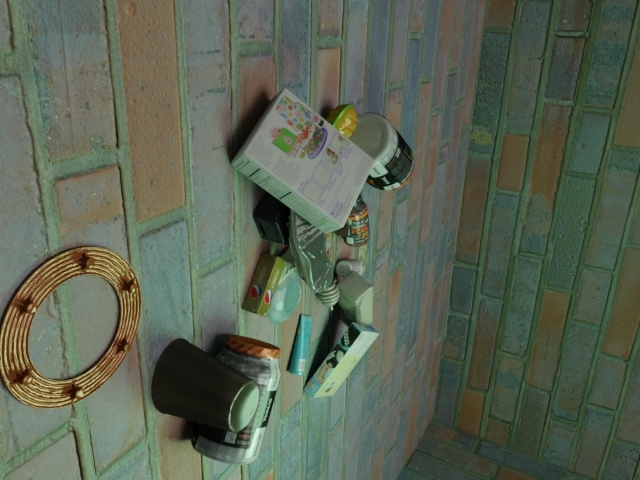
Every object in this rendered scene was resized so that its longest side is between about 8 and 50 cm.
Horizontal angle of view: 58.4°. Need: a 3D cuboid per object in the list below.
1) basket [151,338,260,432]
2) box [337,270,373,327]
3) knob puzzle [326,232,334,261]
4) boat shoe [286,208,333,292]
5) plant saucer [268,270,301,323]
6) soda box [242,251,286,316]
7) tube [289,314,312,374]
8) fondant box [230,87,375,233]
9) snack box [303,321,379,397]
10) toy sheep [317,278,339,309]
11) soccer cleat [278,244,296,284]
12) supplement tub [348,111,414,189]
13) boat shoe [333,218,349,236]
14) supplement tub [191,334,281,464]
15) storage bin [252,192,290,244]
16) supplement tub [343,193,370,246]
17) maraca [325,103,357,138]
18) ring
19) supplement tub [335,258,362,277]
[{"bbox_3d":[-0.277,0.370,1.414,0.154,0.227,0.204,-20,119,-59],"label":"basket"},{"bbox_3d":[0.136,0.245,2.216,0.094,0.113,0.275,-38,148,-20],"label":"box"},{"bbox_3d":[0.000,0.000,1.991,0.213,0.030,0.213,0,90,-70],"label":"knob puzzle"},{"bbox_3d":[-0.042,0.007,1.675,0.118,0.103,0.320,-34,128,-28],"label":"boat shoe"},{"bbox_3d":[-0.105,0.184,1.872,0.195,0.038,0.194,-37,133,-53],"label":"plant saucer"},{"bbox_3d":[-0.167,0.131,1.702,0.061,0.058,0.181,36,69,-61],"label":"soda box"},{"bbox_3d":[-0.067,0.369,2.027,0.080,0.052,0.206,28,72,-68],"label":"tube"},{"bbox_3d":[-0.039,-0.210,1.545,0.330,0.096,0.238,37,63,-19],"label":"fondant box"},{"bbox_3d":[0.084,0.465,2.221,0.321,0.060,0.187,-54,153,5],"label":"snack box"},{"bbox_3d":[0.031,0.193,2.087,0.091,0.091,0.132,-38,117,-51],"label":"toy sheep"},{"bbox_3d":[-0.092,0.068,1.797,0.196,0.076,0.068,-55,146,-35],"label":"soccer cleat"},{"bbox_3d":[0.216,-0.306,2.073,0.338,0.207,0.207,29,77,-62],"label":"supplement tub"},{"bbox_3d":[0.063,-0.099,2.034,0.072,0.068,0.189,-94,173,-47],"label":"boat shoe"},{"bbox_3d":[-0.224,0.433,1.584,0.194,0.194,0.315,23,82,-63],"label":"supplement tub"},{"bbox_3d":[-0.107,-0.090,1.685,0.180,0.085,0.122,-58,148,-34],"label":"storage bin"},{"bbox_3d":[0.126,-0.080,2.121,0.106,0.106,0.197,-51,143,-41],"label":"supplement tub"},{"bbox_3d":[0.059,-0.364,1.871,0.127,0.099,0.185,-36,159,-45],"label":"maraca"},{"bbox_3d":[-0.480,0.177,1.148,0.337,0.032,0.336,-35,132,-52],"label":"ring"},{"bbox_3d":[0.111,0.107,2.216,0.107,0.071,0.070,-3,105,-61],"label":"supplement tub"}]
